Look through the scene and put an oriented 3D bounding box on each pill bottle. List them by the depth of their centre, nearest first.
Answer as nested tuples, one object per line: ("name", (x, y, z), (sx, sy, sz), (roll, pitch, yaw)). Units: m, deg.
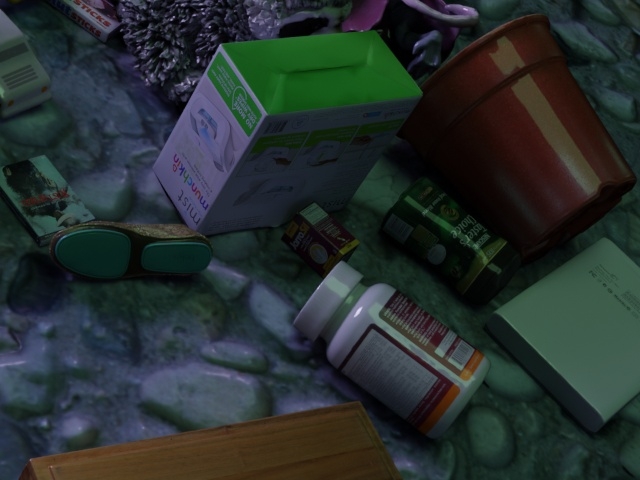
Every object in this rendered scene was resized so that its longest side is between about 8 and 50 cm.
("pill bottle", (0.084, 0.128, 1.749), (0.221, 0.121, 0.121), (37, 40, 5))

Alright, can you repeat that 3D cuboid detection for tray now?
("tray", (-0.089, 0.293, 1.512), (0.411, 0.076, 0.203), (-5, 53, -37))

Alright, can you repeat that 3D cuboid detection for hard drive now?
("hard drive", (0.383, 0.122, 2.008), (0.203, 0.040, 0.307), (46, 42, 15))

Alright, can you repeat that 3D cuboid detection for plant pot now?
("plant pot", (0.287, -0.129, 2.048), (0.272, 0.272, 0.265), (-22, 72, -44))

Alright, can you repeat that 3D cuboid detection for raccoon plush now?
("raccoon plush", (-0.159, -0.367, 1.924), (0.446, 0.299, 0.216), (35, 37, -7))

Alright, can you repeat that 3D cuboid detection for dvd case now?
("dvd case", (-0.332, -0.049, 1.744), (0.087, 0.013, 0.119), (-20, 63, -43))

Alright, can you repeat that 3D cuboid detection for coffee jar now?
("coffee jar", (0.179, 0.002, 1.968), (0.184, 0.079, 0.096), (39, 41, 8))

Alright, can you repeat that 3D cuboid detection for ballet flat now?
("ballet flat", (-0.230, 0.008, 1.726), (0.206, 0.073, 0.067), (7, 19, -31))

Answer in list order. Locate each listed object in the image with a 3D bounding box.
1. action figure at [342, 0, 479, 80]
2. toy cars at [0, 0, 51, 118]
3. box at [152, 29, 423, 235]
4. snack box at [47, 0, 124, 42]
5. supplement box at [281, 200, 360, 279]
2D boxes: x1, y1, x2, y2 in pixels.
("action figure", (0.094, -0.420, 2.199), (0.248, 0.276, 0.370), (17, 59, -15))
("toy cars", (-0.426, -0.330, 1.889), (0.176, 0.087, 0.393), (9, 50, -19))
("box", (-0.041, -0.134, 1.846), (0.262, 0.231, 0.127), (-13, 59, -40))
("snack box", (-0.350, -0.343, 2.020), (0.178, 0.022, 0.064), (36, 41, 4))
("supplement box", (0.000, 0.000, 1.875), (0.083, 0.055, 0.043), (42, 41, 12))
